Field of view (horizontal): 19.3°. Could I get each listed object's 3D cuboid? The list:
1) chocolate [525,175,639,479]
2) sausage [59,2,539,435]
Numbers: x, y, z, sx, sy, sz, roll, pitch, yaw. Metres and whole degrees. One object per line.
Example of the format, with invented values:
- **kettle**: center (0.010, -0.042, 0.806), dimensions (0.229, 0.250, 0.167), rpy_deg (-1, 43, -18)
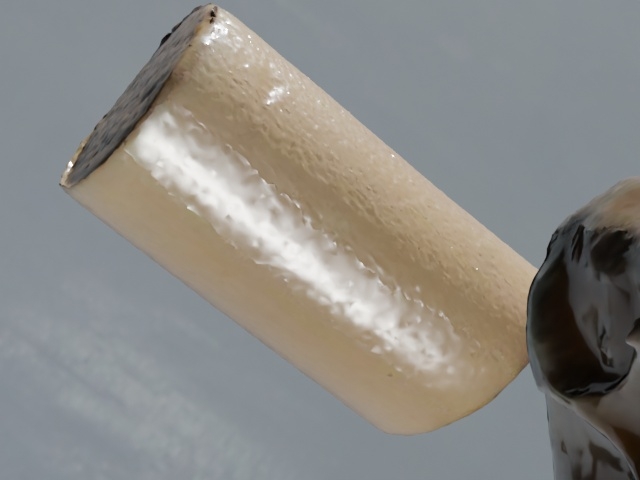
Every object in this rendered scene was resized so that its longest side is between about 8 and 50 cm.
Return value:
- **chocolate**: center (0.114, 0.052, 0.431), dimensions (0.093, 0.148, 0.214), rpy_deg (2, -3, -16)
- **sausage**: center (0.000, 0.000, 0.958), dimensions (0.253, 0.123, 0.123), rpy_deg (39, 28, -19)
